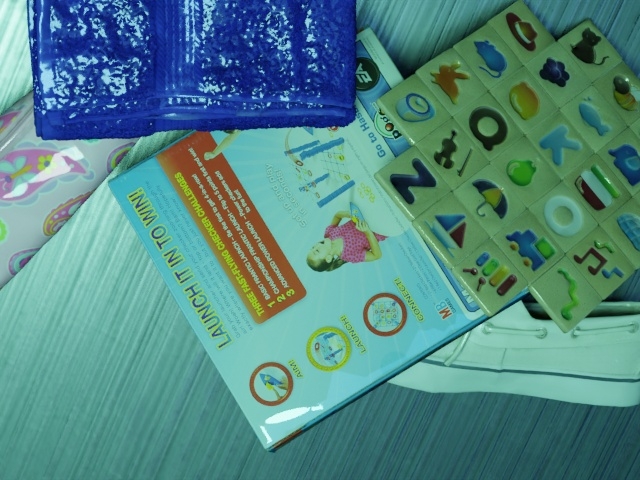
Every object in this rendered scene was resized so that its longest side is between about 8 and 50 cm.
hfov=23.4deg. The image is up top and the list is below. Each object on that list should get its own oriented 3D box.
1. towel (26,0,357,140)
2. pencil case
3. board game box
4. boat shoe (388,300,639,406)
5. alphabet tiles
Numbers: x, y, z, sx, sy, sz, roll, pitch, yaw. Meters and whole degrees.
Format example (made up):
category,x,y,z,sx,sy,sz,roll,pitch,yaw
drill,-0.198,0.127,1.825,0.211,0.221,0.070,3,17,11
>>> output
category,x,y,z,sx,sy,sz,roll,pitch,yaw
towel,-0.111,-0.205,1.403,0.308,0.076,0.228,-3,104,-14
pencil case,-0.288,-0.065,1.499,0.284,0.124,0.124,-45,107,3
board game box,0.000,0.000,1.513,0.302,0.086,0.308,-31,81,-3
boat shoe,0.181,0.075,1.606,0.367,0.136,0.157,8,102,-10
alphabet tiles,0.217,-0.080,1.514,0.342,0.011,0.285,-37,85,-33
